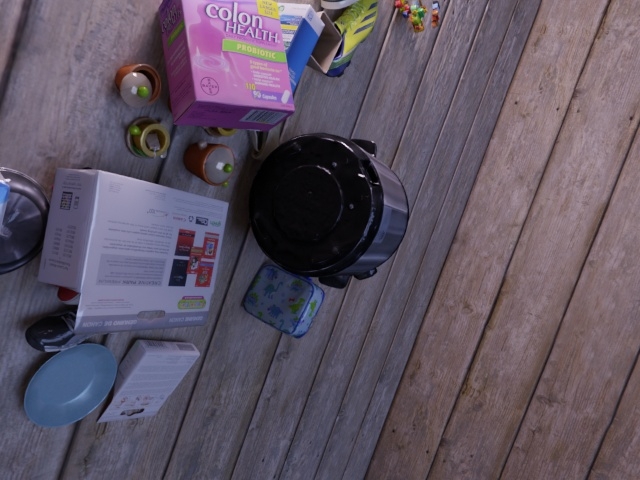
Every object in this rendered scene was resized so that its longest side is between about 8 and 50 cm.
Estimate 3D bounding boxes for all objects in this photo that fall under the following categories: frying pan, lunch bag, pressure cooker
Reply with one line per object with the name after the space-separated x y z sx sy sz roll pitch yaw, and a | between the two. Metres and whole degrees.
-0.594 -0.004 0.761 0.326 0.053 0.197 -32 131 -46 | frying pan
-0.106 0.172 1.384 0.090 0.219 0.175 37 77 -56 | lunch bag
0.049 -0.074 1.302 0.370 0.375 0.420 -37 164 19 | pressure cooker

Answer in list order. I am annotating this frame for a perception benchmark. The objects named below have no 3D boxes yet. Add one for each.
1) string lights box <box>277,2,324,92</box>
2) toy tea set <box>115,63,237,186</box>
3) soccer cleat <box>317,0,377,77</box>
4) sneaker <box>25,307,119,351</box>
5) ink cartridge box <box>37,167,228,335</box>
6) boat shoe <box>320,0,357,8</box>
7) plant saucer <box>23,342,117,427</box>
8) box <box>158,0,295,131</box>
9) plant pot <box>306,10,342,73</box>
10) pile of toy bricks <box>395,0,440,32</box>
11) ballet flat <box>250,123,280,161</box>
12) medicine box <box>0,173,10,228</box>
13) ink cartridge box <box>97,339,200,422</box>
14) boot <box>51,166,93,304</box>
-0.109 -0.426 1.118 0.077 0.134 0.259 30 83 -57 | string lights box
-0.279 -0.236 0.994 0.336 0.124 0.199 13 98 -56 | toy tea set
0.078 -0.597 1.313 0.288 0.094 0.121 -63 158 -4 | soccer cleat
-0.464 0.138 0.952 0.132 0.086 0.229 -51 162 22 | sneaker
-0.346 0.027 0.902 0.310 0.130 0.271 12 86 -58 | ink cartridge box
0.117 -0.737 1.279 0.319 0.116 0.099 -42 143 -26 | boat shoe
-0.540 0.305 1.014 0.195 0.038 0.194 -32 132 -43 | plant saucer
-0.185 -0.357 0.935 0.214 0.117 0.242 -5 82 -37 | box
-0.025 -0.515 1.219 0.109 0.096 0.108 31 83 -55 | plant pot
0.319 -0.743 1.541 0.212 0.118 0.104 36 59 -55 | pile of toy bricks
-0.135 -0.320 1.201 0.086 0.086 0.248 -15 121 -51 | ballet flat
-0.603 0.017 0.621 0.264 0.149 0.288 11 100 -45 | medicine box
-0.439 0.354 1.192 0.224 0.056 0.181 -52 148 9 | ink cartridge box
-0.469 -0.011 0.897 0.176 0.089 0.244 49 59 -53 | boot
